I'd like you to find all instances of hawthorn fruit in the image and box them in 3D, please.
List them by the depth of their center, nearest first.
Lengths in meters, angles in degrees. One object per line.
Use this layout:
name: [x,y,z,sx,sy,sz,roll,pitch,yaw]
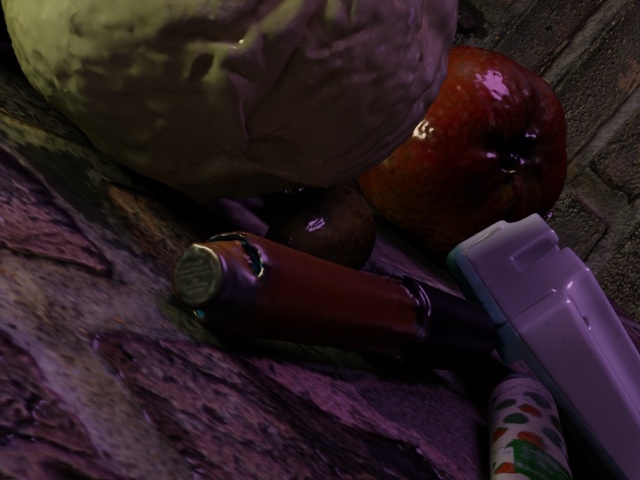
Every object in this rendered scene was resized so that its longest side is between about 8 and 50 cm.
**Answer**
hawthorn fruit: [0.159,-0.135,1.639,0.285,0.284,0.369,30,5,-37]

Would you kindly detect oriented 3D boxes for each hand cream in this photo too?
hand cream: [0.165,0.176,0.955,0.095,0.059,0.276,36,16,-6]

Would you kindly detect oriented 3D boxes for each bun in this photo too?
bun: [-0.072,-0.149,0.945,0.349,0.227,0.352,-5,-13,30]

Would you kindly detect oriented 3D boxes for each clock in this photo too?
clock: [0.250,0.107,1.220,0.231,0.116,0.262,51,8,-17]

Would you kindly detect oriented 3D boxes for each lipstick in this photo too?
lipstick: [0.027,0.054,0.930,0.077,0.077,0.418,45,14,29]

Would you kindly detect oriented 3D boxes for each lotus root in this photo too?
lotus root: [0.000,0.000,1.020,0.080,0.089,0.179,25,17,10]

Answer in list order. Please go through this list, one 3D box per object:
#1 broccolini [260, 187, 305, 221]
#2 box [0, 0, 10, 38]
broccolini: [-0.075,-0.093,1.213,0.271,0.062,0.123,49,-1,19]
box: [-0.307,-0.287,1.028,0.184,0.143,0.273,45,13,23]
